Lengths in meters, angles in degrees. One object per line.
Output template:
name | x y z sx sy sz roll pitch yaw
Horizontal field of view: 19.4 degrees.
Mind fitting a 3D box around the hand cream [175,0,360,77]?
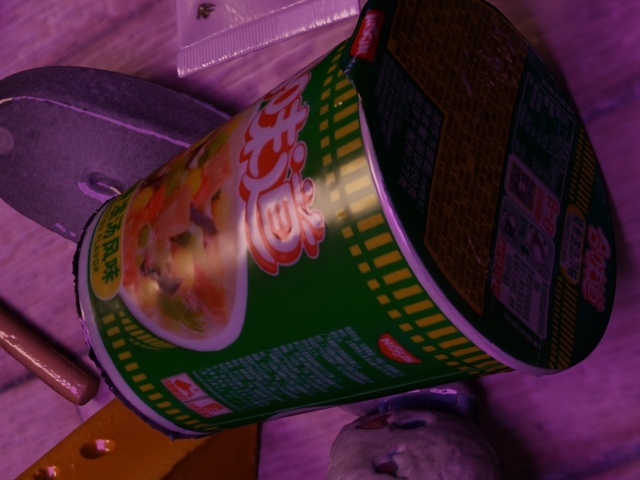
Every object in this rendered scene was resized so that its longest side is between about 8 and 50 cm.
hand cream | -0.039 -0.212 0.933 0.133 0.083 0.248 -17 74 47

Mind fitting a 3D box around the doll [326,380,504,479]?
doll | 0.050 0.141 1.015 0.103 0.214 0.071 -11 131 4

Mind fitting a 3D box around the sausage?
sausage | -0.202 0.068 1.262 0.132 0.024 0.024 34 119 25

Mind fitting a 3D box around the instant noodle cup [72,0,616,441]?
instant noodle cup | 0.000 0.000 0.968 0.233 0.207 0.207 -22 87 36

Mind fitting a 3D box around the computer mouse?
computer mouse | -0.104 -0.041 1.135 0.229 0.068 0.113 22 118 14

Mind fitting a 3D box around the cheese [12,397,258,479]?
cheese | -0.126 0.164 1.133 0.093 0.171 0.126 15 109 34
